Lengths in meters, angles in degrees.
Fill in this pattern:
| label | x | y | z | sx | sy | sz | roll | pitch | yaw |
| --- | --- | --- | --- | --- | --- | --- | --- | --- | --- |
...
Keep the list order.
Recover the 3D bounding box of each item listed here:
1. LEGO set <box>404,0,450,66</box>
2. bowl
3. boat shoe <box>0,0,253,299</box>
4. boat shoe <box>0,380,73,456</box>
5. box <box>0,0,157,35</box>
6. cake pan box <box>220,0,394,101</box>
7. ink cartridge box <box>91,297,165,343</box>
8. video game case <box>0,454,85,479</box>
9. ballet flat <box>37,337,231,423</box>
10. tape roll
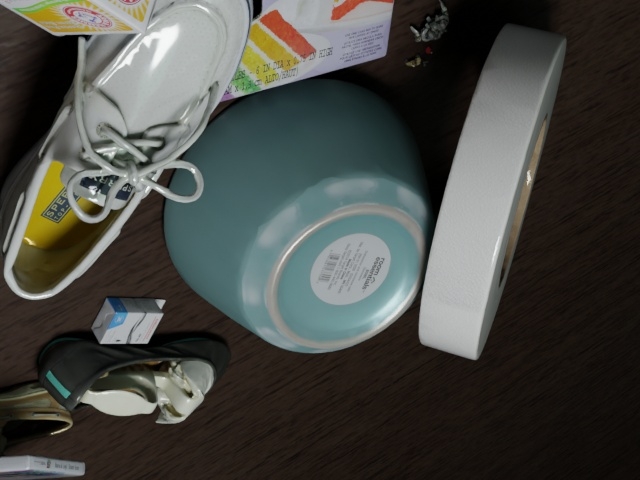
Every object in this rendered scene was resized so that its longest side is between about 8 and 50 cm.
| label | x | y | z | sx | sy | sz | roll | pitch | yaw |
| --- | --- | --- | --- | --- | --- | --- | --- | --- | --- |
| LEGO set | 0.126 | -0.229 | 1.146 | 0.054 | 0.023 | 0.083 | -22 | 140 | -25 |
| bowl | 0.000 | 0.000 | 1.097 | 0.311 | 0.163 | 0.312 | -12 | 127 | -17 |
| boat shoe | -0.177 | -0.074 | 0.859 | 0.136 | 0.156 | 0.367 | 26 | 125 | -31 |
| boat shoe | -0.368 | 0.210 | 1.124 | 0.190 | 0.072 | 0.068 | -16 | 138 | -30 |
| box | -0.215 | -0.236 | 0.726 | 0.203 | 0.114 | 0.103 | 27 | 74 | -53 |
| cake pan box | -0.048 | -0.255 | 0.927 | 0.267 | 0.070 | 0.246 | -18 | 137 | -26 |
| ink cartridge box | -0.216 | 0.093 | 1.175 | 0.083 | 0.028 | 0.048 | 5 | 125 | -45 |
| video game case | -0.361 | 0.252 | 1.118 | 0.157 | 0.019 | 0.143 | -5 | 164 | 10 |
| ballet flat | -0.205 | 0.174 | 1.213 | 0.280 | 0.096 | 0.095 | 5 | 124 | -45 |
| tape roll | 0.201 | -0.053 | 1.176 | 0.392 | 0.072 | 0.392 | 15 | 90 | -77 |
